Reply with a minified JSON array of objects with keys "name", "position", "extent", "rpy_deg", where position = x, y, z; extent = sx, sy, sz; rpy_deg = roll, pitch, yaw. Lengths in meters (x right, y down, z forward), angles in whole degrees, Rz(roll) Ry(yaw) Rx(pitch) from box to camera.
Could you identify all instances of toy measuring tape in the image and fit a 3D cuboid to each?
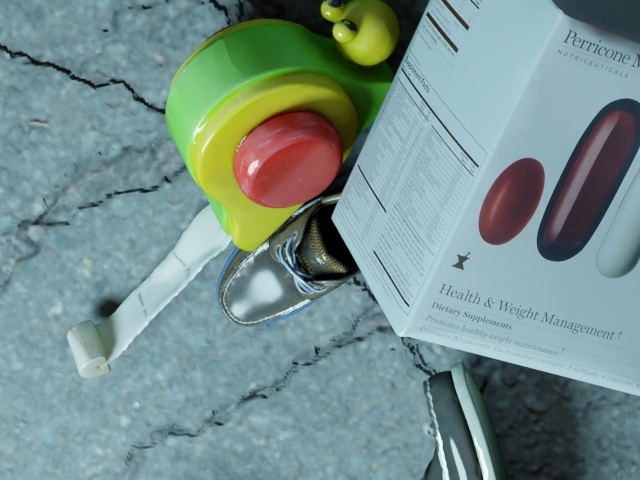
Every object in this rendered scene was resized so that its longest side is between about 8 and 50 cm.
[{"name":"toy measuring tape","position":[-0.079,-0.038,1.145],"extent":[0.121,0.121,0.330],"rpy_deg":[44,110,-6]}]

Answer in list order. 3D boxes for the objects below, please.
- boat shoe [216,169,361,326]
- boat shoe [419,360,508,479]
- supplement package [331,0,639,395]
[{"name":"boat shoe","position":[0.000,0.000,1.172],"extent":[0.183,0.066,0.066],"rpy_deg":[-38,97,19]},{"name":"boat shoe","position":[0.097,0.191,1.211],"extent":[0.068,0.081,0.228],"rpy_deg":[-13,108,10]},{"name":"supplement package","position":[0.147,-0.043,1.052],"extent":[0.194,0.149,0.203],"rpy_deg":[14,113,-24]}]
